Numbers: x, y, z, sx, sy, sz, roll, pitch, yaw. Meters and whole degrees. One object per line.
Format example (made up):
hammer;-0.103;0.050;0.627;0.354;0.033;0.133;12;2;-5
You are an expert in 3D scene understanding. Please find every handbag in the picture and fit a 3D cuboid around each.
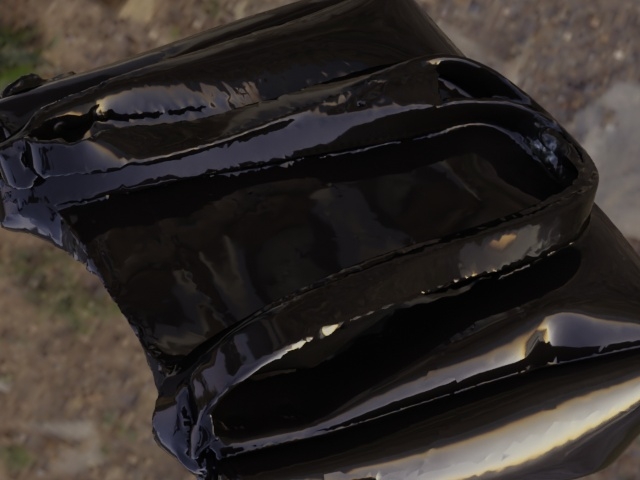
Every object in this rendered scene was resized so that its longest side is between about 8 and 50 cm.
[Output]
handbag;0.000;-0.001;0.803;0.285;0.257;0.113;54;142;32
